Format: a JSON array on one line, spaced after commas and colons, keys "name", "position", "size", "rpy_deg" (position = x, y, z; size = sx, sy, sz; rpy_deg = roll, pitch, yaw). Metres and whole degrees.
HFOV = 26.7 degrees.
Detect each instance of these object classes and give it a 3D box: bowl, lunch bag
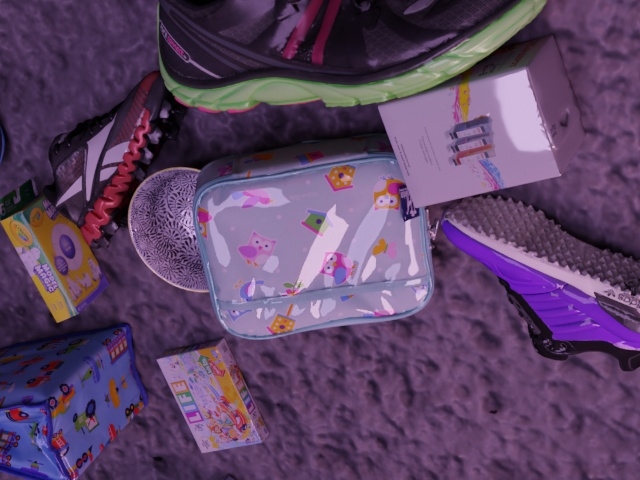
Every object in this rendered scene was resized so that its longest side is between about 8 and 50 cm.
[{"name": "bowl", "position": [-0.148, -0.028, 1.689], "size": [0.170, 0.080, 0.170], "rpy_deg": [7, 117, 14]}, {"name": "lunch bag", "position": [0.000, 0.000, 1.576], "size": [0.279, 0.108, 0.224], "rpy_deg": [-8, 110, 4]}, {"name": "lunch bag", "position": [-0.425, 0.217, 1.856], "size": [0.293, 0.221, 0.138], "rpy_deg": [1, 115, 24]}]

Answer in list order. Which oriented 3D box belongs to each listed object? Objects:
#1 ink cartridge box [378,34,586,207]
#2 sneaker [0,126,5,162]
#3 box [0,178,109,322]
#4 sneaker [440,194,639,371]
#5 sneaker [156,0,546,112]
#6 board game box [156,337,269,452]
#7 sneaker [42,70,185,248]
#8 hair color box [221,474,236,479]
[{"name": "ink cartridge box", "position": [0.179, -0.130, 1.464], "size": [0.176, 0.128, 0.127], "rpy_deg": [-11, 109, 28]}, {"name": "sneaker", "position": [-0.470, -0.169, 1.770], "size": [0.067, 0.078, 0.188], "rpy_deg": [2, 116, 24]}, {"name": "box", "position": [-0.356, 0.007, 1.789], "size": [0.043, 0.105, 0.179], "rpy_deg": [-23, 103, 23]}, {"name": "sneaker", "position": [0.258, 0.063, 1.541], "size": [0.293, 0.102, 0.146], "rpy_deg": [26, 123, 11]}, {"name": "sneaker", "position": [0.016, -0.259, 1.442], "size": [0.483, 0.185, 0.202], "rpy_deg": [-5, 116, 25]}, {"name": "board game box", "position": [-0.147, 0.214, 1.846], "size": [0.103, 0.026, 0.154], "rpy_deg": [-15, 108, 30]}, {"name": "sneaker", "position": [-0.267, -0.117, 1.691], "size": [0.135, 0.097, 0.276], "rpy_deg": [35, 125, 2]}, {"name": "hair color box", "position": [-0.047, 0.526, 1.905], "size": [0.374, 0.113, 0.185], "rpy_deg": [37, 124, 3]}]
